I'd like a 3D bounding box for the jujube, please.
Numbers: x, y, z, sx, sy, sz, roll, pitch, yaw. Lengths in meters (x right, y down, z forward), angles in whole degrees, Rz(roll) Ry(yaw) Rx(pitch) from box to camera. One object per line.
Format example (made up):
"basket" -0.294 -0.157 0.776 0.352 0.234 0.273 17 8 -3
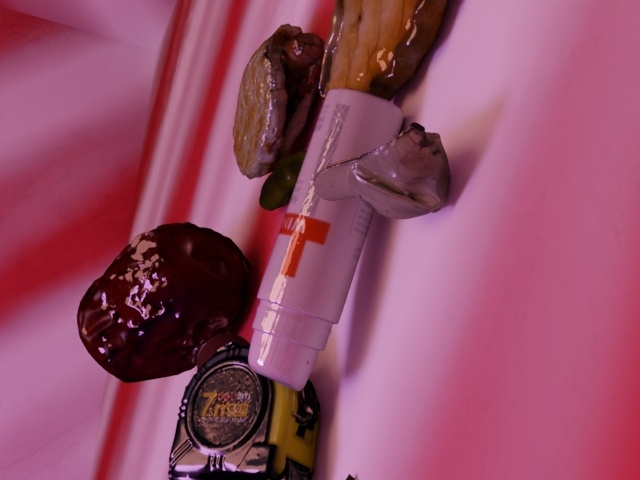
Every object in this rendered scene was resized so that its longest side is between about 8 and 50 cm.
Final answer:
"jujube" -0.277 0.110 1.647 0.376 0.259 0.258 -51 31 43

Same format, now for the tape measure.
"tape measure" -0.083 0.222 1.162 0.199 0.112 0.186 -6 62 29

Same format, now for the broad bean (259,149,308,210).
"broad bean" -0.045 -0.095 1.426 0.254 0.047 0.065 152 116 -65

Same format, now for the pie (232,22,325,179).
"pie" -0.083 -0.225 1.527 0.274 0.106 0.257 -126 55 -67

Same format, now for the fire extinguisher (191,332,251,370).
"fire extinguisher" -0.131 0.204 1.388 0.269 0.105 0.104 -144 68 -69

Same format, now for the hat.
"hat" 0.063 -0.060 0.964 0.166 0.122 0.081 -12 80 40

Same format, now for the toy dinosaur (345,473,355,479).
"toy dinosaur" -0.040 0.353 1.017 0.187 0.087 0.178 108 -179 -49

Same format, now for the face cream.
"face cream" 0.000 0.000 1.089 0.102 0.102 0.345 -2 68 71

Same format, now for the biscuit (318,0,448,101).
"biscuit" 0.079 -0.308 1.175 0.335 0.078 0.329 121 152 -43
